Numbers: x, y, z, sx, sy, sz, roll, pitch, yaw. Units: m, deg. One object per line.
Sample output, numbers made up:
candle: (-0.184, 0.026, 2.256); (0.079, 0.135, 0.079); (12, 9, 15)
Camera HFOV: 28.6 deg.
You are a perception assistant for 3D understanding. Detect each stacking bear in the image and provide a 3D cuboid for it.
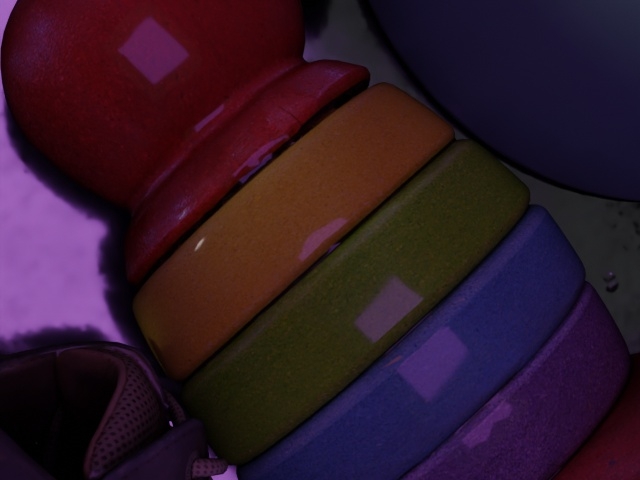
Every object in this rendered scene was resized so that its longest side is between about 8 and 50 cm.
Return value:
stacking bear: (0.000, 0.000, 0.473); (0.164, 0.175, 0.289); (-41, 88, -19)

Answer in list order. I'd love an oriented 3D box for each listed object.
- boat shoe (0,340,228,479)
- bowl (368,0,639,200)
boat shoe: (-0.083, 0.099, 0.396); (0.130, 0.132, 0.355); (-54, 133, -7)
bowl: (0.174, -0.175, 0.512); (0.311, 0.163, 0.312); (0, 89, -15)
